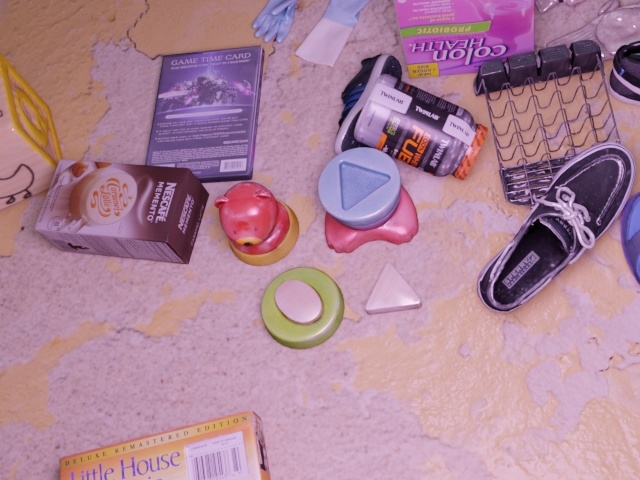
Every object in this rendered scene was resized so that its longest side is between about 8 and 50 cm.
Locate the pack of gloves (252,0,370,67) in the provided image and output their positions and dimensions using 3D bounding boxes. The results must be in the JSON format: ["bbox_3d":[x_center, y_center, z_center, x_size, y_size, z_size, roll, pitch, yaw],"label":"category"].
[{"bbox_3d":[-0.010,-0.447,1.561,0.195,0.046,0.232,23,72,24],"label":"pack of gloves"}]

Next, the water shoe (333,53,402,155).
[{"bbox_3d":[0.070,-0.224,1.432,0.080,0.073,0.203,11,67,50],"label":"water shoe"}]

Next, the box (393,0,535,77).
[{"bbox_3d":[0.233,-0.386,1.358,0.214,0.243,0.117,-2,65,12],"label":"box"}]

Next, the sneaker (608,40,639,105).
[{"bbox_3d":[0.551,-0.244,1.279,0.217,0.121,0.079,15,70,20],"label":"sneaker"}]

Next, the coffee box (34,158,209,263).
[{"bbox_3d":[-0.331,-0.051,1.418,0.247,0.098,0.141,5,66,16],"label":"coffee box"}]

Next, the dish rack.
[{"bbox_3d":[0.361,-0.178,1.318,0.208,0.074,0.271,-11,73,10],"label":"dish rack"}]

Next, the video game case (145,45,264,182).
[{"bbox_3d":[-0.207,-0.226,1.515,0.196,0.026,0.274,-3,63,13],"label":"video game case"}]

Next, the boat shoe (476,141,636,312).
[{"bbox_3d":[0.340,-0.022,1.201,0.306,0.105,0.113,-43,84,1],"label":"boat shoe"}]

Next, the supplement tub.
[{"bbox_3d":[0.158,-0.174,1.327,0.191,0.117,0.117,24,72,3],"label":"supplement tub"}]

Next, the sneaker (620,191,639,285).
[{"bbox_3d":[0.491,0.029,1.096,0.130,0.236,0.322,-13,63,8],"label":"sneaker"}]

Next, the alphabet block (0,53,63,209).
[{"bbox_3d":[-0.597,-0.182,1.499,0.197,0.192,0.193,-24,63,3],"label":"alphabet block"}]

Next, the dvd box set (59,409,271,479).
[{"bbox_3d":[-0.200,0.472,1.154,0.308,0.062,0.420,-16,62,6],"label":"dvd box set"}]

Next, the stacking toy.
[{"bbox_3d":[0.000,0.000,1.294,0.309,0.130,0.279,-18,62,6],"label":"stacking toy"}]

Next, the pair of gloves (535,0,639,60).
[{"bbox_3d":[0.467,-0.400,1.422,0.204,0.042,0.240,-15,63,6],"label":"pair of gloves"}]
